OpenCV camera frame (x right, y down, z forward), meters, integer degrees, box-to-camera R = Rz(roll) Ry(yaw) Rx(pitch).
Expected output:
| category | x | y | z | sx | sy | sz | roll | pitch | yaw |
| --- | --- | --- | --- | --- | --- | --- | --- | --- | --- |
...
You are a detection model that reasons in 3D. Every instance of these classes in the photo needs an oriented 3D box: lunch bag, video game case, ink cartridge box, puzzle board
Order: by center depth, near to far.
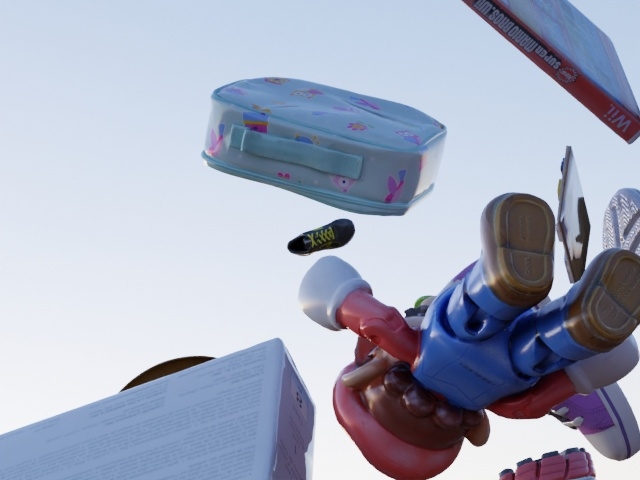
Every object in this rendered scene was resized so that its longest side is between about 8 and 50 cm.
| category | x | y | z | sx | sy | sz | roll | pitch | yaw |
| --- | --- | --- | --- | --- | --- | --- | --- | --- | --- |
| ink cartridge box | -0.162 | 0.253 | 1.229 | 0.308 | 0.091 | 0.385 | -19 | 27 | 12 |
| video game case | 0.170 | -0.220 | 1.387 | 0.285 | 0.204 | 0.025 | 37 | -66 | -19 |
| puzzle board | 0.249 | -0.017 | 1.538 | 0.011 | 0.096 | 0.128 | -1 | -39 | 21 |
| lunch bag | -0.001 | -0.114 | 1.868 | 0.279 | 0.108 | 0.224 | 15 | 19 | 13 |

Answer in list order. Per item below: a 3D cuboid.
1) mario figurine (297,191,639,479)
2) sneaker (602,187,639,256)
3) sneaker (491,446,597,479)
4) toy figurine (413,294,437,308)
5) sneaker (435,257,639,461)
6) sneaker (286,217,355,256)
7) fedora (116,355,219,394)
| category | x | y | z | sx | sy | sz | roll | pitch | yaw |
| --- | --- | --- | --- | --- | --- | --- | --- | --- | --- |
| mario figurine | 0.111 | 0.058 | 1.177 | 0.170 | 0.198 | 0.320 | -25 | -11 | -35 |
| sneaker | 0.471 | 0.063 | 1.859 | 0.180 | 0.321 | 0.125 | -5 | -40 | -25 |
| sneaker | 0.116 | 0.226 | 0.936 | 0.088 | 0.093 | 0.225 | -7 | -41 | -25 |
| toy figurine | 0.184 | 0.194 | 2.327 | 0.130 | 0.159 | 0.173 | -19 | -54 | 43 |
| sneaker | 0.225 | 0.161 | 1.741 | 0.161 | 0.282 | 0.102 | -37 | -4 | -16 |
| sneaker | 0.000 | 0.000 | 1.713 | 0.083 | 0.031 | 0.035 | -24 | -4 | 25 |
| fedora | -0.155 | 0.221 | 1.757 | 0.194 | 0.079 | 0.194 | -16 | -54 | -24 |
